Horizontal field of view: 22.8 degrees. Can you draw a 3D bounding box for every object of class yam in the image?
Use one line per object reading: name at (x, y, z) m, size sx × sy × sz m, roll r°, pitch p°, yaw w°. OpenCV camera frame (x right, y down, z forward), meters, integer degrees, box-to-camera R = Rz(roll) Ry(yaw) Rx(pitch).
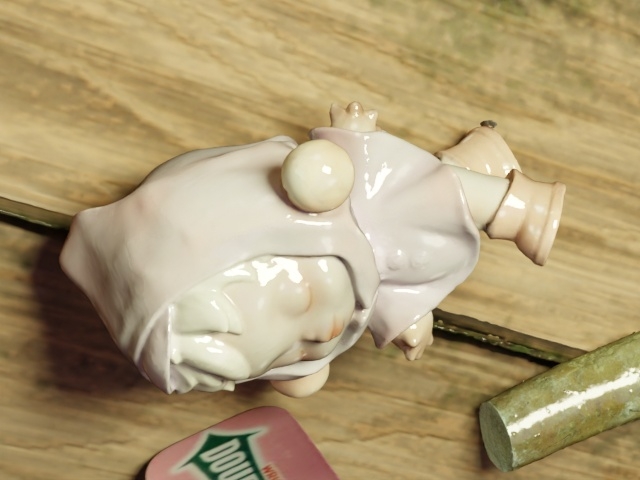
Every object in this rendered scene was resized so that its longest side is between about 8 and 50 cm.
yam at (0.168, 0.102, 1.021) m, size 0.132 × 0.054 × 0.054 m, roll -22°, pitch 116°, yaw -11°

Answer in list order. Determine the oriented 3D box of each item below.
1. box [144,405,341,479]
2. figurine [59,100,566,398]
box at (0.011, 0.301, 0.962) m, size 0.112 × 0.190 × 0.370 m, roll -22°, pitch 115°, yaw -10°
figurine at (-0.001, 0.000, 0.873) m, size 0.276 × 0.133 × 0.200 m, roll -15°, pitch 144°, yaw -19°
